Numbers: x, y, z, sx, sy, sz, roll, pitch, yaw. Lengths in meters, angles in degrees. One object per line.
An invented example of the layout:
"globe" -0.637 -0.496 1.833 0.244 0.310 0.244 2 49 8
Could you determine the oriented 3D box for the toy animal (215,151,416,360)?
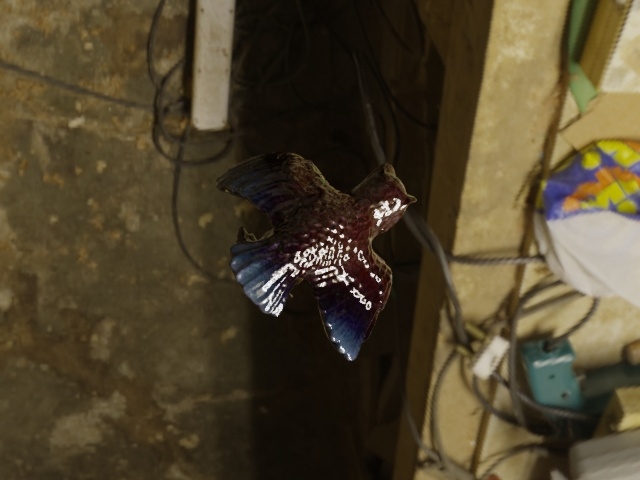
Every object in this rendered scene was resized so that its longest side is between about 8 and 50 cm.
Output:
"toy animal" 0.007 -0.005 0.873 0.179 0.219 0.116 -35 175 1
